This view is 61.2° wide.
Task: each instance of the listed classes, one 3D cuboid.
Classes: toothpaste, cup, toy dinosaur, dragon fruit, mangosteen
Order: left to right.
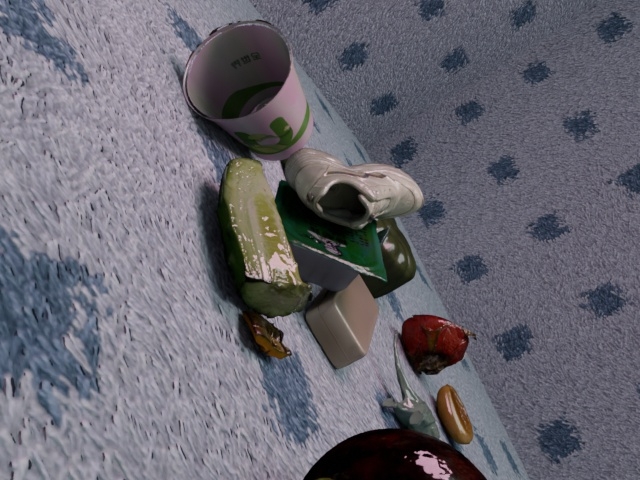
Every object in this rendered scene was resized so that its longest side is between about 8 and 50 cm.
[{"bbox_3d":[-0.146,-0.328,1.267,0.253,0.253,0.274,66,7,22],"label":"cup"},{"bbox_3d":[0.103,0.037,1.388,0.048,0.074,0.297,34,-25,-6],"label":"toothpaste"},{"bbox_3d":[0.074,0.349,0.602,0.288,0.288,0.288,53,16,-22],"label":"mangosteen"},{"bbox_3d":[0.219,0.404,1.298,0.205,0.092,0.393,42,21,-50],"label":"toy dinosaur"},{"bbox_3d":[0.352,0.350,1.718,0.224,0.218,0.148,22,54,5],"label":"dragon fruit"}]

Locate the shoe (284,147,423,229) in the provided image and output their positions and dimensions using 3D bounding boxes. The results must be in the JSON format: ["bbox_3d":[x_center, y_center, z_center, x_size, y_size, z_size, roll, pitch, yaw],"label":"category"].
[{"bbox_3d":[0.094,-0.090,1.220,0.342,0.132,0.210,12,29,-21],"label":"shoe"}]

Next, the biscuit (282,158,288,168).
[{"bbox_3d":[-0.061,-0.160,1.576,0.099,0.038,0.322,38,26,-48],"label":"biscuit"}]

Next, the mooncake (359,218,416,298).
[{"bbox_3d":[0.164,0.011,1.709,0.351,0.187,0.351,55,13,-19],"label":"mooncake"}]

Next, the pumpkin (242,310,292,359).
[{"bbox_3d":[-0.091,0.154,0.875,0.101,0.035,0.073,43,10,-38],"label":"pumpkin"}]

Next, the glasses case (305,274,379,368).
[{"bbox_3d":[0.060,0.167,1.259,0.144,0.076,0.336,60,14,-2],"label":"glasses case"}]

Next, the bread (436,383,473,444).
[{"bbox_3d":[0.413,0.548,1.694,0.114,0.077,0.189,16,42,-40],"label":"bread"}]

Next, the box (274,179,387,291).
[{"bbox_3d":[0.000,0.000,1.216,0.264,0.106,0.336,23,24,-9],"label":"box"}]

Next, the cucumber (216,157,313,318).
[{"bbox_3d":[-0.126,-0.017,0.967,0.145,0.105,0.325,11,44,-35],"label":"cucumber"}]
